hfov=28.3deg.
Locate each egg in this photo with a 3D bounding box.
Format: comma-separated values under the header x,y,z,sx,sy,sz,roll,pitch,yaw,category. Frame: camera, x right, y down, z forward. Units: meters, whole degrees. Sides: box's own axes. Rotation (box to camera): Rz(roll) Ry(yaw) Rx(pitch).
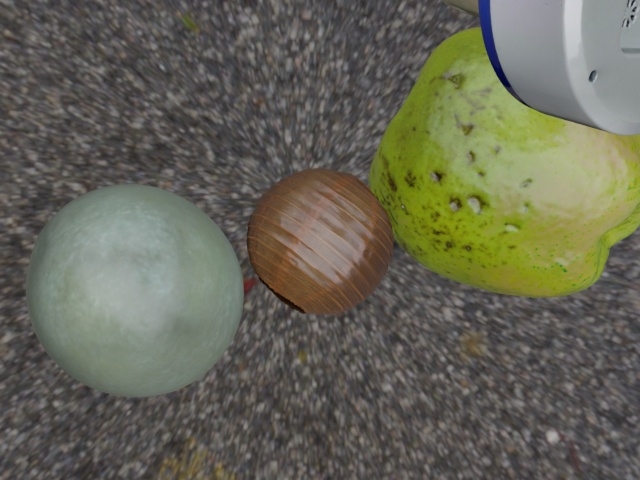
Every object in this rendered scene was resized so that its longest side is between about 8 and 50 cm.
x,y,z,sx,sy,sz,roll,pitch,yaw,category
-0.221,0.062,1.529,0.258,0.352,0.258,1,82,-4,egg

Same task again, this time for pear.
x,y,z,sx,sy,sz,roll,pitch,yaw,category
0.272,-0.101,1.723,0.391,0.391,0.391,0,91,-1,pear

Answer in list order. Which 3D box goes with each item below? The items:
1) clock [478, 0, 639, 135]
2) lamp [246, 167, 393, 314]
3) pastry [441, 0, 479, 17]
x,y,z,sx,sy,sz,roll,pitch,yaw,category
0.207,-0.187,0.842,0.083,0.230,0.230,27,91,39,clock
0.000,0.000,1.136,0.136,0.136,0.136,0,91,-1,lamp
0.172,-0.308,1.091,0.265,0.133,0.264,-1,121,-2,pastry
